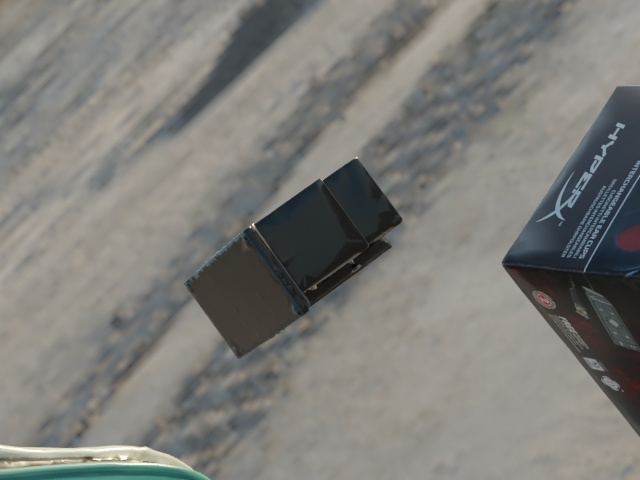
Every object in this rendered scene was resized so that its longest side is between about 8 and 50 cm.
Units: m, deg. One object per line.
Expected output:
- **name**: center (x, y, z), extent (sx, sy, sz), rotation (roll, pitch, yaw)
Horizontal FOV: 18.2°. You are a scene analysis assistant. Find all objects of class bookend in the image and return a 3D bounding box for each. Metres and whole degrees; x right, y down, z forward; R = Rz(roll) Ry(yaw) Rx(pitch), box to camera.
- **bookend**: center (0.000, 0.000, 1.438), extent (0.157, 0.072, 0.156), rotation (-36, -1, -25)

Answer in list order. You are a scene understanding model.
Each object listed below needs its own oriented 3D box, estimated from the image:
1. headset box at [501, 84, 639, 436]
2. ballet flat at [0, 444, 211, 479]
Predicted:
- **headset box**: center (0.251, 0.047, 0.780), extent (0.293, 0.218, 0.110), rotation (6, 54, 51)
- **ballet flat**: center (-0.218, 0.133, 0.830), extent (0.139, 0.400, 0.139), rotation (-18, 67, 48)
